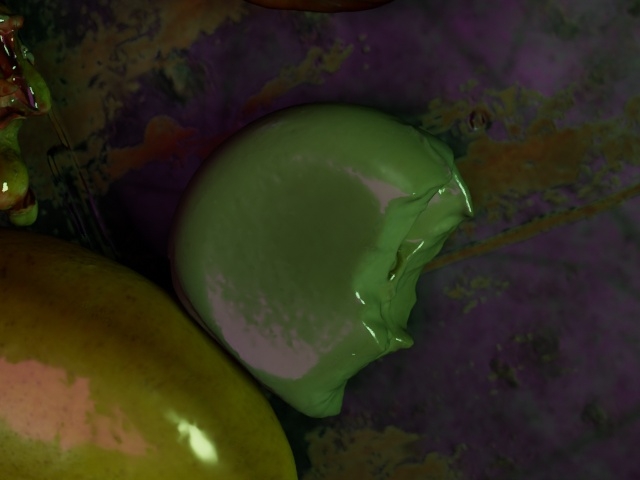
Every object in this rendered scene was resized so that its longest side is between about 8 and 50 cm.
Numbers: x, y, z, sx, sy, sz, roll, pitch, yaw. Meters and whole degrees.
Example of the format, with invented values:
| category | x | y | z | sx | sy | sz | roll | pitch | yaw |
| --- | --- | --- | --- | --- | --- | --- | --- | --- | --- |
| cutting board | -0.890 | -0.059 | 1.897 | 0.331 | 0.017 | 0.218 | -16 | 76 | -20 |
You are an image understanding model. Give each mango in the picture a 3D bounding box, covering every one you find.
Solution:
| category | x | y | z | sx | sy | sz | roll | pitch | yaw |
| --- | --- | --- | --- | --- | --- | --- | --- | --- | --- |
| mango | -0.180 | 0.108 | 0.841 | 0.350 | 0.201 | 0.199 | 17 | 149 | 17 |

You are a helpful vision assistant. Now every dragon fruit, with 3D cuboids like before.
| category | x | y | z | sx | sy | sz | roll | pitch | yaw |
| --- | --- | --- | --- | --- | --- | --- | --- | --- | --- |
| dragon fruit | -0.250 | -0.098 | 0.849 | 0.207 | 0.133 | 0.150 | 58 | 158 | 5 |

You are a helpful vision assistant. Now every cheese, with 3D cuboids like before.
| category | x | y | z | sx | sy | sz | roll | pitch | yaw |
| --- | --- | --- | --- | --- | --- | --- | --- | --- | --- |
| cheese | 0.000 | 0.000 | 0.781 | 0.175 | 0.091 | 0.202 | 49 | 117 | 6 |

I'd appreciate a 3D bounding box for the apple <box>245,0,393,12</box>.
| category | x | y | z | sx | sy | sz | roll | pitch | yaw |
| --- | --- | --- | --- | --- | --- | --- | --- | --- | --- |
| apple | -0.004 | -0.214 | 0.691 | 0.181 | 0.181 | 0.168 | 5 | 80 | 24 |
